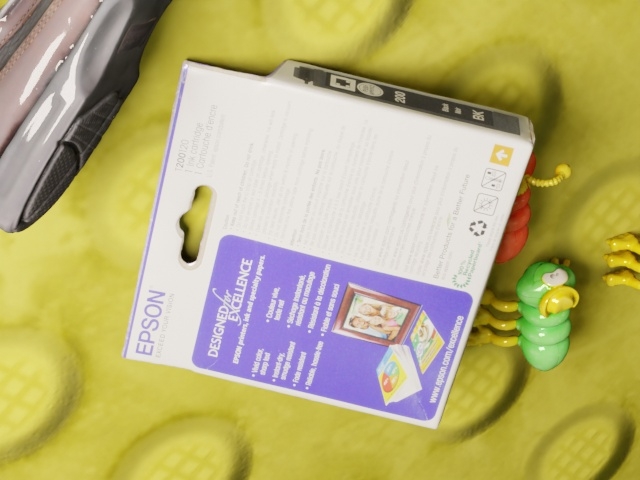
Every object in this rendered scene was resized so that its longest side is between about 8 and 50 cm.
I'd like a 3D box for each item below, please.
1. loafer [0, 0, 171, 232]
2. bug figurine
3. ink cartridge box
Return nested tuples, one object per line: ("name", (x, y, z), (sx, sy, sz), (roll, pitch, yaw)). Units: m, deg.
("loafer", (-0.108, -0.148, 0.728), (0.095, 0.109, 0.302), (34, 103, 3))
("bug figurine", (0.204, -0.017, 1.022), (0.279, 0.072, 0.216), (-20, 130, -19))
("ink cartridge box", (0.000, 0.000, 0.906), (0.208, 0.045, 0.206), (13, 116, -6))
